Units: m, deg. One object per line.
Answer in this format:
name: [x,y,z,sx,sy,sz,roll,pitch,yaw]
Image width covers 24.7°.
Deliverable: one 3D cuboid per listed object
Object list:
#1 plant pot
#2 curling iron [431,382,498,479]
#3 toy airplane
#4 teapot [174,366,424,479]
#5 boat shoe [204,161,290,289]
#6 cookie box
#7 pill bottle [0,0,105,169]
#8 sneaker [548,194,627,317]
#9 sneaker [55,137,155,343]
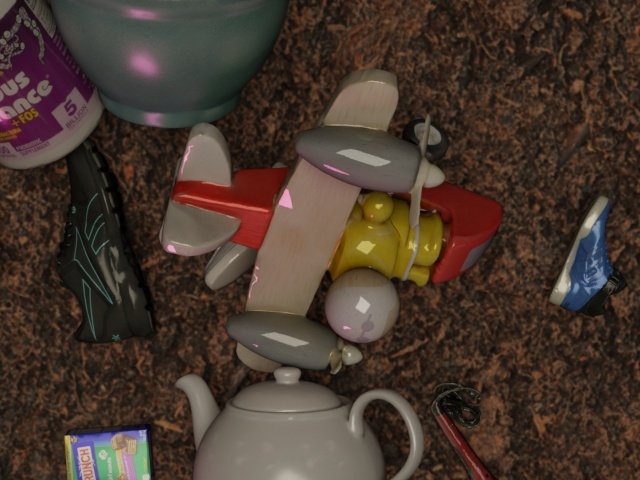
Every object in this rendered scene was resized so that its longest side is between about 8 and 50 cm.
plant pot: [-0.176,-0.255,1.721,0.293,0.293,0.196,3,123,-1]
curling iron: [0.223,0.303,1.876,0.068,0.035,0.274,-27,91,0]
toy airplane: [0.000,0.000,1.698,0.384,0.386,0.272,-29,53,12]
teapot: [-0.033,0.246,1.766,0.256,0.252,0.187,0,95,-14]
boat shoe: [-0.092,-0.021,1.857,0.063,0.066,0.184,41,97,20]
cookie box: [-0.269,0.285,1.865,0.107,0.040,0.092,-5,92,0]
pill bottle: [-0.394,-0.237,1.720,0.169,0.169,0.301,-34,132,0]
sneaker: [0.357,0.024,1.861,0.084,0.058,0.152,23,95,5]
sneaker: [-0.289,0.003,1.832,0.106,0.101,0.267,-15,91,2]
